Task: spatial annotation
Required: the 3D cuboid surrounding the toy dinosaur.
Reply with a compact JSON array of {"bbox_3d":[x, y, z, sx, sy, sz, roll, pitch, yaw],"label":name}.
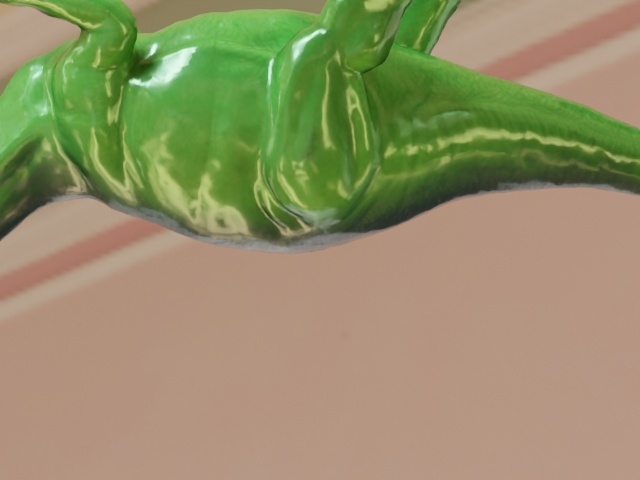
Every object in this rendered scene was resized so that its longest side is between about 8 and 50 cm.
[{"bbox_3d":[0.000,0.000,1.008,0.500,0.144,0.374,42,-88,-4],"label":"toy dinosaur"}]
